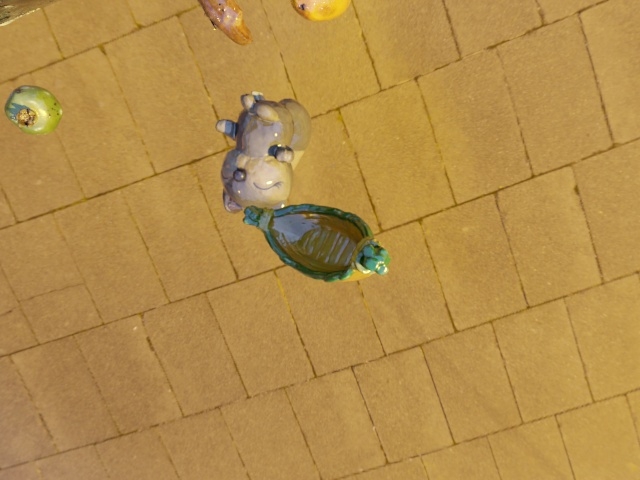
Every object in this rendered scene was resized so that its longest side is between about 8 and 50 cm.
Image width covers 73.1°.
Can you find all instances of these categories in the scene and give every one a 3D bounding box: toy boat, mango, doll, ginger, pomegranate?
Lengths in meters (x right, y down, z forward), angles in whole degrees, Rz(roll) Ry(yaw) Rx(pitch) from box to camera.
[{"bbox_3d":[0.000,0.000,0.495,0.088,0.230,0.088,28,83,-46],"label":"toy boat"},{"bbox_3d":[0.018,-0.851,1.463,0.187,0.359,0.144,51,141,-12],"label":"mango"},{"bbox_3d":[-0.138,-0.240,1.317,0.253,0.379,0.381,30,119,31],"label":"doll"},{"bbox_3d":[-0.344,-0.743,1.345,0.309,0.107,0.133,39,138,-1],"label":"ginger"},{"bbox_3d":[-1.071,-0.476,1.605,0.187,0.225,0.186,-9,123,-14],"label":"pomegranate"}]

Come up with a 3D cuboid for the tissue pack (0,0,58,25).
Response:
[{"bbox_3d":[-0.579,-0.427,0.609,0.418,0.264,0.253,-8,118,22],"label":"tissue pack"}]
